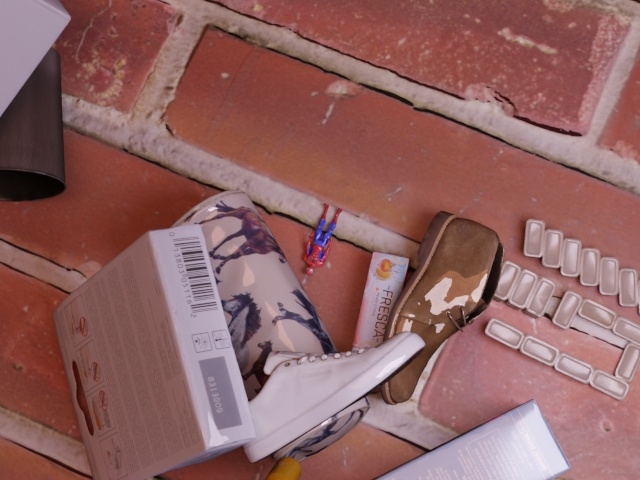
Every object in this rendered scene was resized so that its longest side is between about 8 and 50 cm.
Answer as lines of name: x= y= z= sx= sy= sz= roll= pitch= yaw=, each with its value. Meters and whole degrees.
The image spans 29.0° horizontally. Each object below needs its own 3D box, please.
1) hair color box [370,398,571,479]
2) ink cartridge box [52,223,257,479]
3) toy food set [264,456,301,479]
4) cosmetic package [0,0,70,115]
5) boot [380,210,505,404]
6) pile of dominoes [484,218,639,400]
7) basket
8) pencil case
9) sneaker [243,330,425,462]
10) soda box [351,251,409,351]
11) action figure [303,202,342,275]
hair color box: x=0.156 y=0.360 z=1.758 sx=0.374 sy=0.185 sz=0.114 roll=-28 pitch=79 yaw=-1
ink cartridge box: x=-0.253 y=0.186 z=1.788 sx=0.091 sy=0.385 sz=0.308 roll=-8 pitch=75 yaw=-35
toy food set: x=-0.116 y=0.410 z=1.734 sx=0.232 sy=0.104 sz=0.111 roll=-33 pitch=92 yaw=17
cosmetic package: x=-0.592 y=-0.239 z=1.845 sx=0.453 sy=0.161 sz=0.230 roll=-50 pitch=46 yaw=14
boot: x=0.178 y=0.108 z=1.834 sx=0.115 sy=0.112 sz=0.305 roll=18 pitch=79 yaw=25
pile of dominoes: x=0.381 y=0.103 z=1.879 sx=0.251 sy=0.040 sz=0.196 roll=27 pitch=82 yaw=1
basket: x=-0.481 y=-0.192 z=1.942 sx=0.204 sy=0.154 sz=0.227 roll=-5 pitch=73 yaw=27
pencil case: x=-0.091 y=0.137 z=1.838 sx=0.183 sy=0.160 sz=0.410 roll=-35 pitch=77 yaw=19
sneaker: x=-0.002 y=0.181 z=1.678 sx=0.290 sy=0.106 sz=0.123 roll=-31 pitch=80 yaw=7
soda box: x=0.089 y=0.113 z=1.875 sx=0.058 sy=0.063 sz=0.183 roll=12 pitch=81 yaw=7
action figure: x=0.000 y=0.000 z=1.925 sx=0.038 sy=0.030 sz=0.115 roll=19 pitch=83 yaw=3
